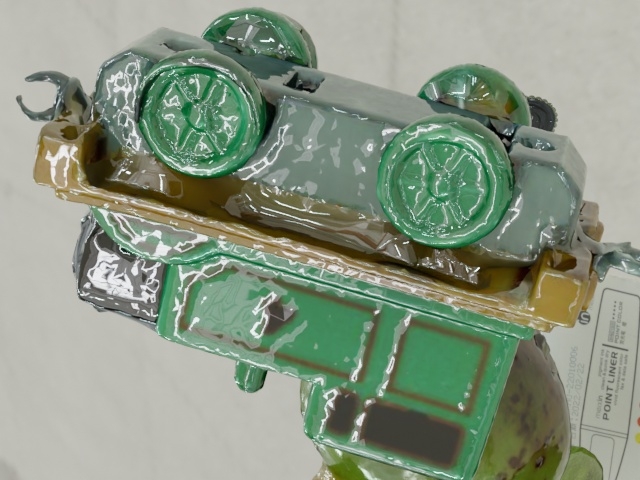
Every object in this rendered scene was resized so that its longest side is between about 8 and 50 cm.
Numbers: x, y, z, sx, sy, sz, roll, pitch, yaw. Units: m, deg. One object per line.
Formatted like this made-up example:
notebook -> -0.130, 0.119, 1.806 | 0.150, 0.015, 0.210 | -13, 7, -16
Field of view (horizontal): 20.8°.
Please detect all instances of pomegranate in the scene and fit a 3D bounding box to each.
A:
pomegranate -> 0.061, 0.149, 1.400 | 0.231, 0.286, 0.231 | 56, 163, 27

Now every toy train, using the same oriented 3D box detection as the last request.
toy train -> 0.000, 0.000, 1.128 | 0.429, 0.178, 0.249 | 15, 110, 6

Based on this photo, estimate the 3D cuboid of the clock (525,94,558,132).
clock -> 0.219, -0.127, 1.892 | 0.083, 0.074, 0.010 | -47, 27, 38

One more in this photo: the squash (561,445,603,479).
squash -> 0.220, 0.279, 1.727 | 0.069, 0.239, 0.069 | 17, 126, 24

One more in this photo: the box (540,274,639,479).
box -> 0.317, 0.177, 1.963 | 0.091, 0.221, 0.273 | 152, 128, -70
